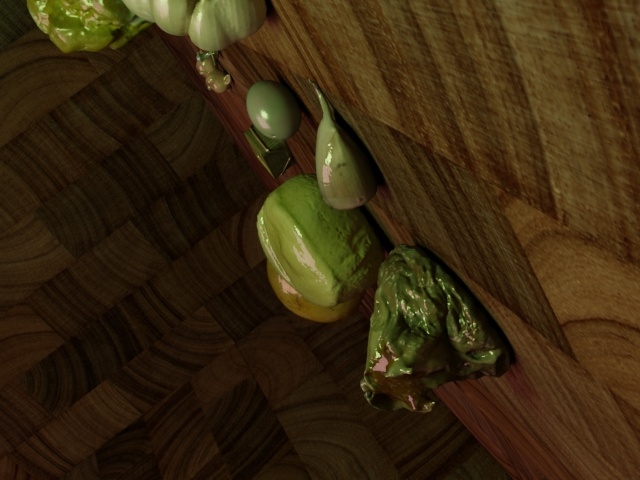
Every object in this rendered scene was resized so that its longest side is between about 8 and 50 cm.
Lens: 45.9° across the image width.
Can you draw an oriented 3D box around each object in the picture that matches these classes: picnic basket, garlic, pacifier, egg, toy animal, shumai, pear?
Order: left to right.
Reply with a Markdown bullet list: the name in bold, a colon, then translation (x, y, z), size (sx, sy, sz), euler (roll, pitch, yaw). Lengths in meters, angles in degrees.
- **garlic**: translation (-0.231, -0.428, 1.217), size (0.281, 0.184, 0.203), euler (52, 159, 20)
- **pacifier**: translation (-0.316, -0.520, 2.103), size (0.083, 0.064, 0.068), euler (150, 101, -85)
- **toy animal**: translation (-0.320, -0.502, 2.261), size (0.150, 0.089, 0.083), euler (50, -162, -12)
- **picnic basket**: translation (-0.148, -0.270, 2.220), size (0.115, 0.079, 0.164), euler (52, 175, 24)
- **egg**: translation (-0.096, -0.268, 1.551), size (0.135, 0.103, 0.103), euler (55, 176, 11)
- **pear**: translation (-0.002, 0.092, 2.198), size (0.314, 0.314, 0.314), euler (52, 175, 6)
- **garlic**: translation (0.034, -0.150, 1.338), size (0.148, 0.128, 0.267), euler (36, 157, 30)
- **shumai**: translation (0.165, 0.183, 1.421), size (0.314, 0.262, 0.267), euler (53, 175, 16)

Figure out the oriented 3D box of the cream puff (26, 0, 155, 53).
- **cream puff**: translation (-0.504, -0.621, 1.690), size (0.378, 0.378, 0.275), euler (51, 175, 22)

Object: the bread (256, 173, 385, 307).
- **bread**: translation (0.009, -0.007, 1.780), size (0.320, 0.237, 0.321), euler (43, 159, 20)
